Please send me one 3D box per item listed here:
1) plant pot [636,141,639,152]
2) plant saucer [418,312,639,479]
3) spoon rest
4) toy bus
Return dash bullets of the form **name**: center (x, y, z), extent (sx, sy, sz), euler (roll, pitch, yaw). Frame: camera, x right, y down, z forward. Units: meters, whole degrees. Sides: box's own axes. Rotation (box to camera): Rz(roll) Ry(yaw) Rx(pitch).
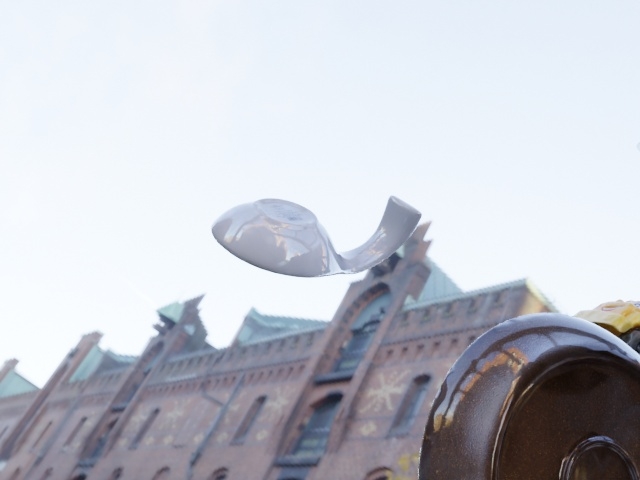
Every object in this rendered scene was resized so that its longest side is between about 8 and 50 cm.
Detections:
- **plant pot**: center (0.421, -0.035, 0.597), extent (0.293, 0.293, 0.235), euler (-34, -101, 55)
- **plant saucer**: center (0.226, 0.213, 0.707), extent (0.310, 0.310, 0.050), euler (39, -26, -14)
- **spoon rest**: center (0.000, 0.000, 0.946), extent (0.137, 0.276, 0.084), euler (36, -60, 40)
- **toy bus**: center (0.511, 0.154, 1.226), extent (0.220, 0.211, 0.149), euler (55, -11, -8)
